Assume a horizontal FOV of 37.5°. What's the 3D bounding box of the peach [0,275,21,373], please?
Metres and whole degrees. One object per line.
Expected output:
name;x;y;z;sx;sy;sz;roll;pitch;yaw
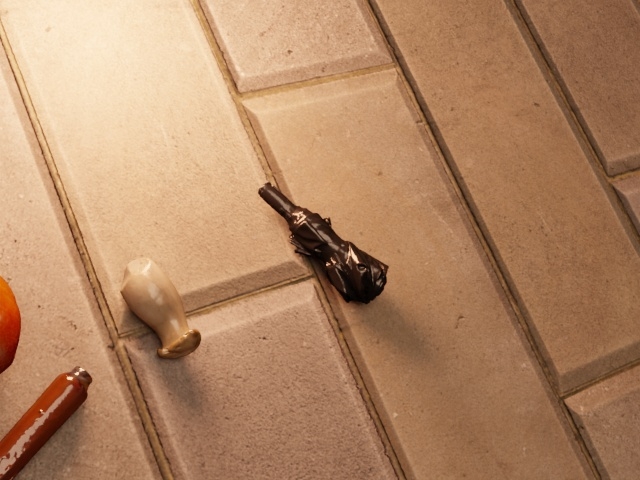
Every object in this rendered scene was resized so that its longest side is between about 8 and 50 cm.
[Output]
peach;-0.629;0.140;1.633;0.243;0.199;0.243;48;26;-32

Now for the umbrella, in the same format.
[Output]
umbrella;0.000;0.000;2.001;0.340;0.118;0.118;44;59;1

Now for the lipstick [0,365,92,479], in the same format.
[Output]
lipstick;-0.545;0.383;1.627;0.077;0.077;0.418;40;58;-2

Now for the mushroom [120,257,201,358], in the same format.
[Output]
mushroom;-0.313;0.131;1.825;0.097;0.088;0.213;-28;86;-20
